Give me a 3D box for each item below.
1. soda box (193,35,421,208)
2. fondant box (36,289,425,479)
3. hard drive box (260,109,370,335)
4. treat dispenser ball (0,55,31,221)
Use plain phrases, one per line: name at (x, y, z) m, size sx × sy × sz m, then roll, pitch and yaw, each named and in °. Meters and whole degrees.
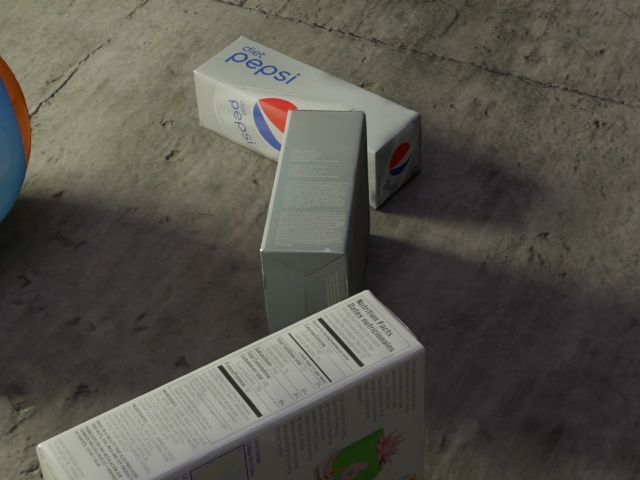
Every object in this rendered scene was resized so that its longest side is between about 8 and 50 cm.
soda box at (-0.018, -0.148, 1.802) m, size 0.286 × 0.091 × 0.098 m, roll 27°, pitch 50°, yaw 28°
fondant box at (-0.066, 0.216, 1.297) m, size 0.330 × 0.238 × 0.096 m, roll -23°, pitch 45°, yaw -22°
hard drive box at (0.000, 0.000, 1.575) m, size 0.089 × 0.181 × 0.232 m, roll 2°, pitch 42°, yaw 7°
treat dispenser ball at (-0.469, -0.115, 1.640) m, size 0.288 × 0.288 × 0.288 m, roll -1°, pitch 42°, yaw 1°
